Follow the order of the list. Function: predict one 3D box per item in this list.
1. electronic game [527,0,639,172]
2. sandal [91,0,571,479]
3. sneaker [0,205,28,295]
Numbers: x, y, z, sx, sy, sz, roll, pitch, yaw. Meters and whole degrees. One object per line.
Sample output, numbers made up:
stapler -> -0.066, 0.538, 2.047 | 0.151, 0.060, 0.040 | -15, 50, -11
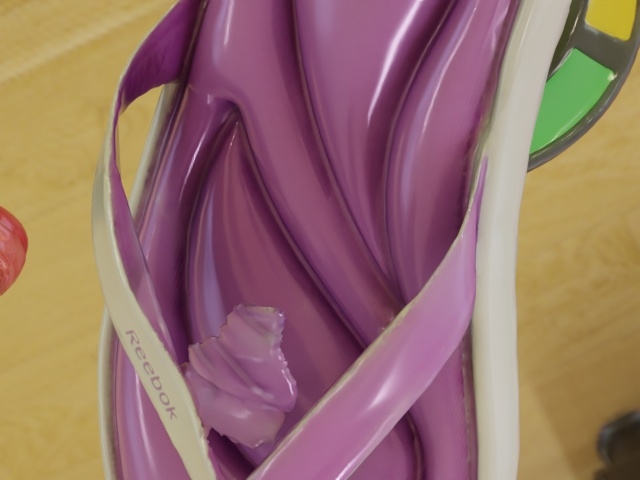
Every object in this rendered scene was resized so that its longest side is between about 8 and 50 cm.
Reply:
electronic game -> 0.056, -0.138, 0.841 | 0.229, 0.048, 0.229 | 2, 81, -14
sandal -> -0.014, -0.004, 0.563 | 0.169, 0.102, 0.416 | 17, 110, 26
sneaker -> -0.203, -0.052, 0.859 | 0.128, 0.221, 0.087 | -53, 139, -23
